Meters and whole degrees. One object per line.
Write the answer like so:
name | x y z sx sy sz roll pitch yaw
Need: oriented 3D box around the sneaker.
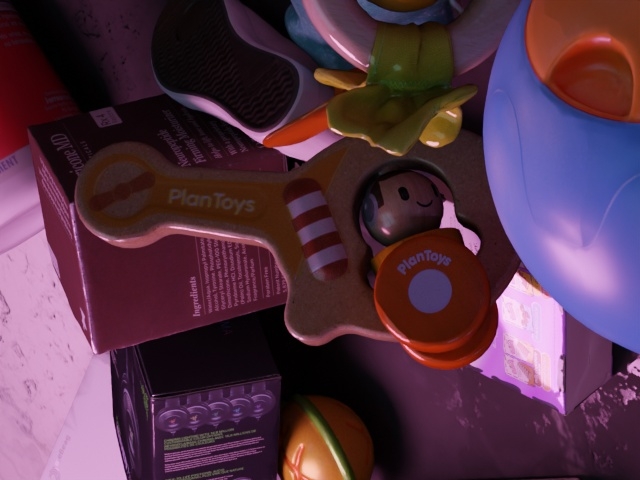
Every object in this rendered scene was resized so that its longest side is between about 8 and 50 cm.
sneaker | -0.057 -0.138 1.464 0.106 0.123 0.290 -55 39 10

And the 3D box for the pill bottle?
pill bottle | -0.425 -0.188 1.775 0.407 0.229 0.229 57 146 3

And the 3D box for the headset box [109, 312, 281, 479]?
headset box | -0.134 0.154 1.670 0.246 0.131 0.283 -114 21 -46

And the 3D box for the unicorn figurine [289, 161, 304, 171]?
unicorn figurine | 0.000 0.000 1.525 0.111 0.060 0.162 53 153 28

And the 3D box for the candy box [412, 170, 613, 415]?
candy box | 0.145 0.028 1.357 0.196 0.070 0.165 26 134 38

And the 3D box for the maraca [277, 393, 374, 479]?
maraca | -0.003 0.213 1.667 0.127 0.099 0.186 67 166 -3

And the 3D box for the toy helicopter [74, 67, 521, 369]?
toy helicopter | -0.015 -0.038 1.260 0.355 0.235 0.140 6 170 11

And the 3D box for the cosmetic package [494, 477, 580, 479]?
cosmetic package | 0.113 0.310 1.534 0.309 0.160 0.113 -15 103 56

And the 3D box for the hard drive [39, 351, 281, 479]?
hard drive | -0.193 0.281 1.911 0.307 0.040 0.203 28 98 36

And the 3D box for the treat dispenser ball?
treat dispenser ball | 0.241 -0.067 0.969 0.288 0.288 0.288 31 137 34

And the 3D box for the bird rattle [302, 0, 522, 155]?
bird rattle | 0.087 -0.179 1.116 0.207 0.253 0.143 46 -172 -11

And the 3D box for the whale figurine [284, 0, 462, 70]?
whale figurine | 0.018 -0.213 1.273 0.216 0.141 0.272 48 148 14

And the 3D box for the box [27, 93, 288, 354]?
box | -0.146 -0.025 1.525 0.168 0.203 0.167 -129 29 -53
